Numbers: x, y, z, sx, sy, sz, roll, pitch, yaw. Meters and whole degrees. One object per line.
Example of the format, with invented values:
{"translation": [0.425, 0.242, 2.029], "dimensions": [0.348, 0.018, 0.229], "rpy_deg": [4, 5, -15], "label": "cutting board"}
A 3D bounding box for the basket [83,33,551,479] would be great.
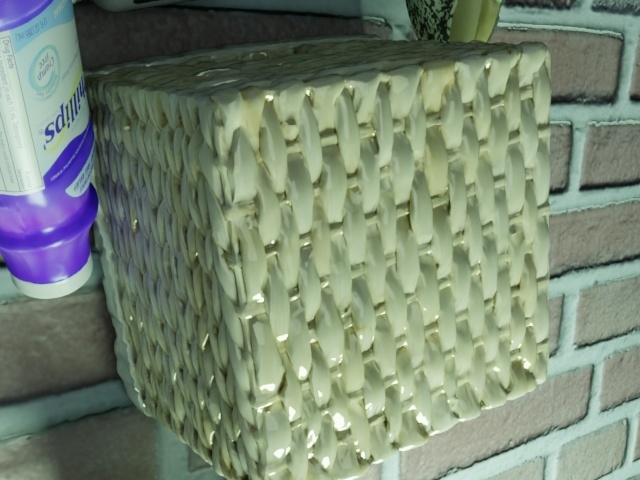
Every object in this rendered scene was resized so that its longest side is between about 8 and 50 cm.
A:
{"translation": [0.000, 0.000, 0.614], "dimensions": [0.328, 0.266, 0.331], "rpy_deg": [-17, 112, -31], "label": "basket"}

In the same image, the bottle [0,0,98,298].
{"translation": [-0.213, -0.075, 0.496], "dimensions": [0.092, 0.118, 0.283], "rpy_deg": [6, 133, -1], "label": "bottle"}

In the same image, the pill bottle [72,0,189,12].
{"translation": [-0.141, -0.235, 0.560], "dimensions": [0.169, 0.094, 0.094], "rpy_deg": [-21, 113, -28], "label": "pill bottle"}

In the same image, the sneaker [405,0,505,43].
{"translation": [0.046, -0.343, 0.648], "dimensions": [0.182, 0.158, 0.410], "rpy_deg": [-21, 109, -14], "label": "sneaker"}
